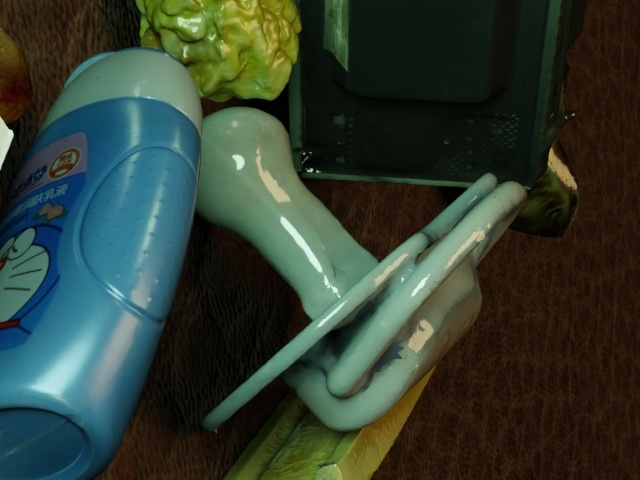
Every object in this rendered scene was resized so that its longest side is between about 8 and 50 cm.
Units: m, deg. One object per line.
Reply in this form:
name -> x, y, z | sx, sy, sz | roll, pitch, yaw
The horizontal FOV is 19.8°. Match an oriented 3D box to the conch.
conch -> 0.176, -0.107, 1.746 | 0.187, 0.124, 0.181 | 92, -3, -46

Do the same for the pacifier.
pacifier -> 0.000, 0.000, 1.199 | 0.226, 0.238, 0.287 | 45, 36, 2

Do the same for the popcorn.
popcorn -> -0.072, -0.145, 1.191 | 0.121, 0.106, 0.116 | 35, 59, -53

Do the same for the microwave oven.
microwave oven -> 0.094, -0.239, 1.323 | 0.355, 0.218, 0.286 | 90, 5, -52

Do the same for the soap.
soap -> 0.013, 0.121, 1.281 | 0.037, 0.092, 0.252 | 71, 24, -15

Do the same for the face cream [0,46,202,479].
face cream -> -0.121, 0.001, 0.950 | 0.083, 0.149, 0.264 | 38, 42, -27

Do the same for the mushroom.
mushroom -> -0.183, -0.075, 0.940 | 0.073, 0.088, 0.129 | -32, 128, -18

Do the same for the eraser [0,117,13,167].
eraser -> -0.219, 0.037, 0.785 | 0.298, 0.078, 0.076 | -79, 149, -42
